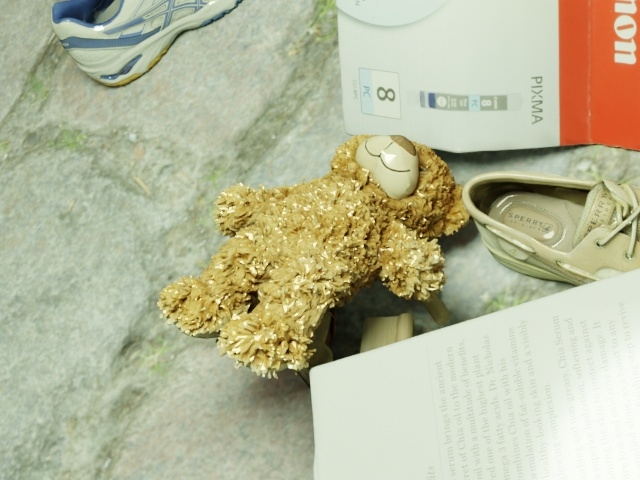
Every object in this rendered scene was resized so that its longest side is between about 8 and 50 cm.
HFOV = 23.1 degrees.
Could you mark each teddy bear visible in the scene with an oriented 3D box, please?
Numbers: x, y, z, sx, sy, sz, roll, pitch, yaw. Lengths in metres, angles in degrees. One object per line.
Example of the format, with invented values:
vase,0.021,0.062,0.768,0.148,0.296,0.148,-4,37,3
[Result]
teddy bear,0.000,0.000,1.482,0.338,0.113,0.245,-28,35,-17

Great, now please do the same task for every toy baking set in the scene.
toy baking set,0.008,0.035,1.561,0.196,0.030,0.256,-14,46,-12

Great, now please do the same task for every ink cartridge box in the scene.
ink cartridge box,0.187,-0.232,1.500,0.385,0.308,0.091,12,26,36

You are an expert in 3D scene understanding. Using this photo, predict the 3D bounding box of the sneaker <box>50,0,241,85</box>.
sneaker,-0.186,-0.311,1.858,0.296,0.131,0.112,-42,49,2

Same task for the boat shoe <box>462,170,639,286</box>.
boat shoe,0.269,-0.004,1.437,0.302,0.098,0.109,15,73,36

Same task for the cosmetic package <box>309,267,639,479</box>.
cosmetic package,0.228,0.176,1.321,0.453,0.161,0.230,-18,56,21

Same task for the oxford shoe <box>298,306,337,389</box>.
oxford shoe,-0.012,0.079,1.578,0.076,0.076,0.212,-28,53,4
